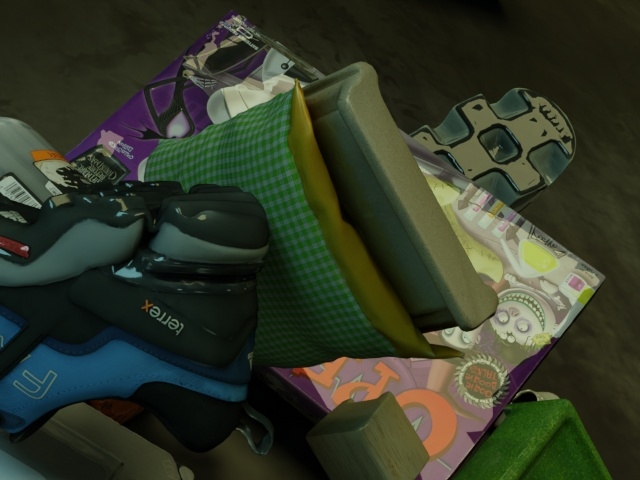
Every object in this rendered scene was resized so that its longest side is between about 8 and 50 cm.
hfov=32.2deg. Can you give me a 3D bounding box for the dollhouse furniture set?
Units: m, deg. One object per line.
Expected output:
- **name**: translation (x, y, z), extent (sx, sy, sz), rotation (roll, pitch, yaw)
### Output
- **dollhouse furniture set**: translation (-0.007, 0.084, 0.578), extent (0.151, 0.198, 0.301), rotation (-40, 105, -41)

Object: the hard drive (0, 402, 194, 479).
- **hard drive**: translation (-0.228, 0.174, 0.514), extent (0.237, 0.064, 0.339), rotation (31, 34, 1)

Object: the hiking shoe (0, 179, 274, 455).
- **hiking shoe**: translation (-0.175, 0.037, 0.542), extent (0.304, 0.132, 0.113), rotation (3, 8, 14)

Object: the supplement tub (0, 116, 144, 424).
- **supplement tub**: translation (-0.168, 0.021, 0.696), extent (0.190, 0.117, 0.117), rotation (42, 37, 15)

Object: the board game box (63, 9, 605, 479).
- **board game box**: translation (0.000, 0.000, 0.783), extent (0.347, 0.056, 0.208), rotation (37, 70, 13)

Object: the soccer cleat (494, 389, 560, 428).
- **soccer cleat**: translation (0.166, 0.131, 0.871), extent (0.083, 0.035, 0.029), rotation (-6, 49, -40)

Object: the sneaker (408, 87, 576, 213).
- **sneaker**: translation (0.045, -0.006, 0.897), extent (0.331, 0.146, 0.122), rotation (-18, 69, -18)
